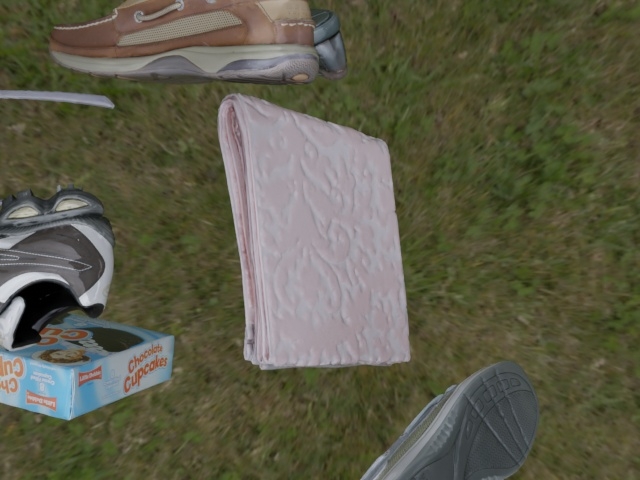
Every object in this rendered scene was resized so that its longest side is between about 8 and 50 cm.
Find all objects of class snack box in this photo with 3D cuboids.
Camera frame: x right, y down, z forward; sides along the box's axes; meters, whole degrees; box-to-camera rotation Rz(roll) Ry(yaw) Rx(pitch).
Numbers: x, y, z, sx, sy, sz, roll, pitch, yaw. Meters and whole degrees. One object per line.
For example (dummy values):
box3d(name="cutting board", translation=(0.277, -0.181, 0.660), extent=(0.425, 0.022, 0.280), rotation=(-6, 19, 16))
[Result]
box3d(name="snack box", translation=(-0.347, 0.117, 1.280), extent=(0.322, 0.187, 0.060), rotation=(10, 101, 24))

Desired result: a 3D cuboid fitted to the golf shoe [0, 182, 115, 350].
box3d(name="golf shoe", translation=(-0.228, 0.032, 0.747), extent=(0.198, 0.077, 0.094), rotation=(-17, 62, 7))

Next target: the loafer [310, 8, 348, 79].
box3d(name="loafer", translation=(-0.050, -0.265, 1.568), extent=(0.096, 0.267, 0.084), rotation=(-34, 117, -17))

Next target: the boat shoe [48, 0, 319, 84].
box3d(name="boat shoe", translation=(-0.142, -0.222, 1.199), extent=(0.324, 0.123, 0.116), rotation=(5, 96, 27))

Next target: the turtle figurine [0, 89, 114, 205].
box3d(name="turtle figurine", translation=(-0.395, -0.099, 1.157), extent=(0.266, 0.198, 0.274), rotation=(43, 74, -1))

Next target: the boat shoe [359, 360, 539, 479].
box3d(name="boat shoe", translation=(0.130, 0.237, 1.265), extent=(0.320, 0.103, 0.118), rotation=(-40, 107, -40))

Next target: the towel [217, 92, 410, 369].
box3d(name="towel", translation=(0.000, 0.000, 1.423), extent=(0.053, 0.332, 0.316), rotation=(-12, 78, 31))
